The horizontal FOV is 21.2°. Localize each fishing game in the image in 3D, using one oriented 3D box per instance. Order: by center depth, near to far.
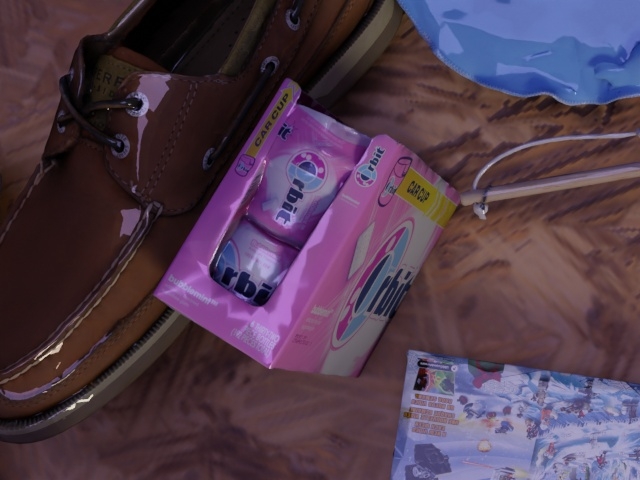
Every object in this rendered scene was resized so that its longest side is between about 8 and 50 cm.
[{"bbox_3d":[0.124,-0.154,0.815,0.189,0.041,0.264,-14,84,12],"label":"fishing game"}]

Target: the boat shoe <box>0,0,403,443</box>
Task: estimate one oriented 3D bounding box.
[{"bbox_3d":[-0.083,-0.053,0.796,0.111,0.104,0.307,21,67,32],"label":"boat shoe"}]

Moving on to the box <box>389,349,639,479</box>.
[{"bbox_3d":[0.103,0.108,0.826,0.137,0.027,0.094,8,85,13],"label":"box"}]

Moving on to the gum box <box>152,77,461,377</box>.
[{"bbox_3d":[0.000,0.000,0.777,0.062,0.188,0.107,31,92,14],"label":"gum box"}]

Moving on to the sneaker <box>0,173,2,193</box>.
[{"bbox_3d":[-0.194,0.100,0.859,0.169,0.108,0.292,31,101,12],"label":"sneaker"}]
